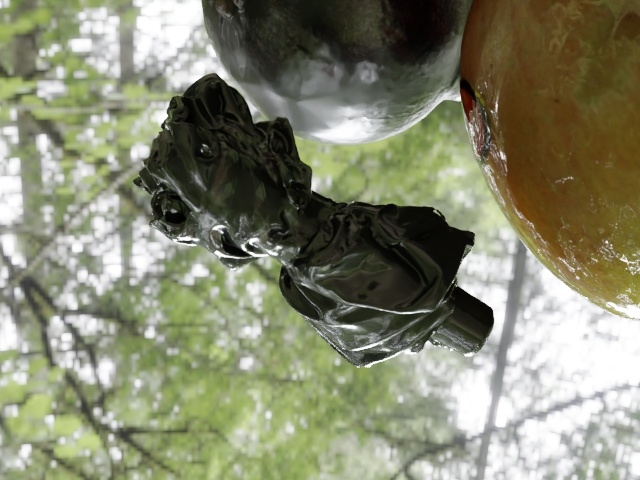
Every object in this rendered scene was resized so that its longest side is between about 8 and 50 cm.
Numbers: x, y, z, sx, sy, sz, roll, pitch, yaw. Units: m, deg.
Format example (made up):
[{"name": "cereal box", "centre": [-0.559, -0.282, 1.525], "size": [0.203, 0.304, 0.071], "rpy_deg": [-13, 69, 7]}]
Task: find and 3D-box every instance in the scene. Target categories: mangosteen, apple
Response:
[{"name": "mangosteen", "centre": [0.047, -0.219, 1.207], "size": [0.302, 0.275, 0.275], "rpy_deg": [-4, -149, -30]}, {"name": "apple", "centre": [0.267, -0.086, 1.002], "size": [0.338, 0.305, 0.338], "rpy_deg": [-14, 174, -2]}]

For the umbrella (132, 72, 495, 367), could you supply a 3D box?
[{"name": "umbrella", "centre": [-0.001, 0.000, 0.975], "size": [0.272, 0.122, 0.110], "rpy_deg": [32, 176, -12]}]
